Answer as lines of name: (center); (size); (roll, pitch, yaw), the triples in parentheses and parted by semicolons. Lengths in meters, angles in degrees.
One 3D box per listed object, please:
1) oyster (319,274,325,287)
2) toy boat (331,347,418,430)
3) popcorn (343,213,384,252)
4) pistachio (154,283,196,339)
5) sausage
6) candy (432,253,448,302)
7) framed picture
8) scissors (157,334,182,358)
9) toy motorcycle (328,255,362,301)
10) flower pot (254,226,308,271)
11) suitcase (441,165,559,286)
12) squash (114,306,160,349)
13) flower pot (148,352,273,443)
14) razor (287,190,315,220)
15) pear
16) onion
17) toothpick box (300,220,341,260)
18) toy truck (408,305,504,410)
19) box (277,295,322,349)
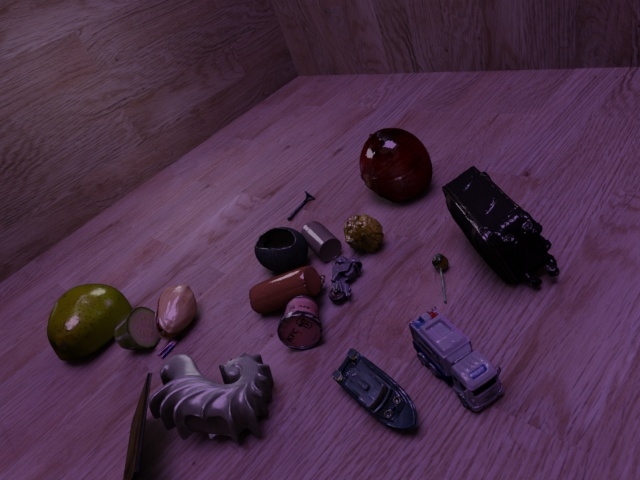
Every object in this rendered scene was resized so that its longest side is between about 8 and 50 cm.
oyster: (-0.051, 0.190, 1.755); (0.177, 0.056, 0.105); (-46, 34, -1)
toy boat: (0.156, 0.423, 1.286); (0.296, 0.122, 0.114); (31, 86, 46)
popcorn: (0.167, -0.028, 1.845); (0.173, 0.174, 0.143); (-10, 54, 17)
pistachio: (-0.584, 0.285, 1.851); (0.157, 0.157, 0.230); (-9, 47, 19)
sausage: (-0.143, 0.189, 1.711); (0.304, 0.121, 0.121); (-23, 31, 31)
candy: (0.420, 0.130, 1.588); (0.061, 0.061, 0.203); (-10, 46, 18)
framed picture: (-0.558, 0.611, 1.377); (0.014, 0.256, 0.339); (15, 28, -22)
scissors: (-0.588, 0.415, 1.803); (0.039, 0.012, 0.113); (16, 51, 42)
toy motorcycle: (0.096, 0.142, 1.728); (0.122, 0.080, 0.216); (-12, 42, 20)
flower pot: (-0.163, 0.040, 1.922); (0.242, 0.157, 0.190); (1, 49, 37)
suitcase: (0.582, -0.051, 1.538); (0.194, 0.283, 0.434); (-35, 34, 14)
squash: (-0.734, 0.364, 1.838); (0.122, 0.170, 0.170); (-28, 32, 20)
flower pot: (-0.337, 0.477, 1.418); (0.366, 0.165, 0.254); (-1, 35, 7)
razor: (-0.105, -0.163, 2.277); (0.066, 0.033, 0.190); (36, 60, 4)
pear: (-1.018, 0.352, 1.939); (0.341, 0.239, 0.318); (-19, 27, 6)
onion: (0.322, -0.347, 2.050); (0.340, 0.342, 0.342); (-15, 36, 11)
toothpick box: (0.000, 0.000, 1.932); (0.111, 0.111, 0.180); (-31, 37, -12)
toy truck: (0.369, 0.321, 1.269); (0.124, 0.156, 0.268); (-31, 36, -11)
box: (-0.066, 0.277, 1.586); (0.150, 0.151, 0.135); (-14, 27, 12)
